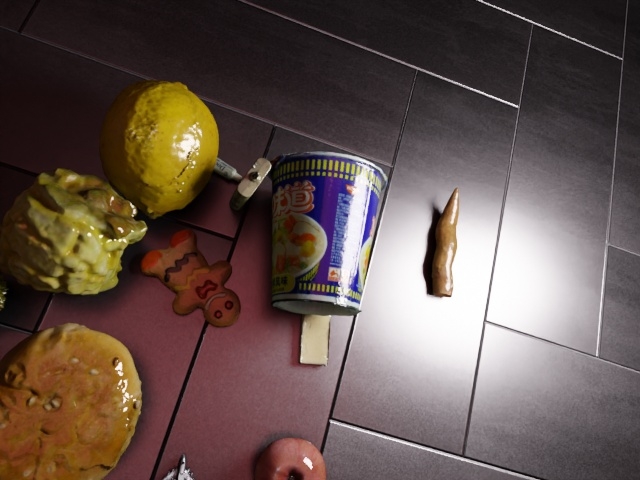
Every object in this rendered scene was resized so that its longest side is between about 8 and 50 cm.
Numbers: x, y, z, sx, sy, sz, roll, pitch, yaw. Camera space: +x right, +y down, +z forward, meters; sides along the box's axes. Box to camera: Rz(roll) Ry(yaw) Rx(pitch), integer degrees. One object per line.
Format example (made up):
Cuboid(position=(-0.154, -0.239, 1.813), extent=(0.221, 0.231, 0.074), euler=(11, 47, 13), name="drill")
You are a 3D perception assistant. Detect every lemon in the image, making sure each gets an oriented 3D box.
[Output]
Cuboid(position=(-0.354, -0.202, 1.089), extent=(0.253, 0.253, 0.310), euler=(11, 87, -9), name="lemon")

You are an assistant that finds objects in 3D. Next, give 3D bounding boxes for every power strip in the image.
Cuboid(position=(-0.159, -0.124, 1.105), extent=(0.034, 0.268, 0.092), euler=(36, 78, -10), name="power strip")

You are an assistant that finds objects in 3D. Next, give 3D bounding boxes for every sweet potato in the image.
Cuboid(position=(0.324, 0.004, 1.279), extent=(0.059, 0.067, 0.281), euler=(2, 71, 23), name="sweet potato")

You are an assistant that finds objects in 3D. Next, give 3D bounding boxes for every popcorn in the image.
Cuboid(position=(-0.500, -0.018, 1.011), extent=(0.293, 0.293, 0.237), euler=(31, 108, -2), name="popcorn")

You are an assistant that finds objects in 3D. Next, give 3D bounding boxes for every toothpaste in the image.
Cuboid(position=(-0.279, -0.200, 1.224), extent=(0.197, 0.029, 0.048), euler=(31, 74, 1), name="toothpaste")

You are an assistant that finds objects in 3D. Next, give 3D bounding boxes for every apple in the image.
Cuboid(position=(-0.062, 0.487, 1.023), extent=(0.153, 0.120, 0.153), euler=(3, 74, -11), name="apple")

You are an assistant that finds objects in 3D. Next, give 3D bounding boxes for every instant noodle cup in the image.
Cuboid(position=(0.000, 0.000, 1.101), extent=(0.284, 0.284, 0.312), euler=(8, 74, -10), name="instant noodle cup")

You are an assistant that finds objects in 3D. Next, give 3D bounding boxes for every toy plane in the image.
Cuboid(position=(-0.289, 0.487, 1.021), extent=(0.078, 0.031, 0.083), euler=(15, 73, -24), name="toy plane")

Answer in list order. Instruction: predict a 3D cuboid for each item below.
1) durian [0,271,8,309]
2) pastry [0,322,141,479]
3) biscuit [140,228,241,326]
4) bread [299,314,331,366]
Cuboid(position=(-0.675, 0.093, 0.983), extent=(0.137, 0.220, 0.095), euler=(41, 39, -9), name="durian")
Cuboid(position=(-0.494, 0.323, 0.941), extent=(0.284, 0.184, 0.316), euler=(23, 69, -17), name="pastry")
Cuboid(position=(-0.279, 0.094, 1.135), extent=(0.165, 0.036, 0.250), euler=(-41, 86, -19), name="biscuit")
Cuboid(position=(-0.012, 0.215, 1.162), extent=(0.068, 0.028, 0.154), euler=(6, 73, -10), name="bread")
